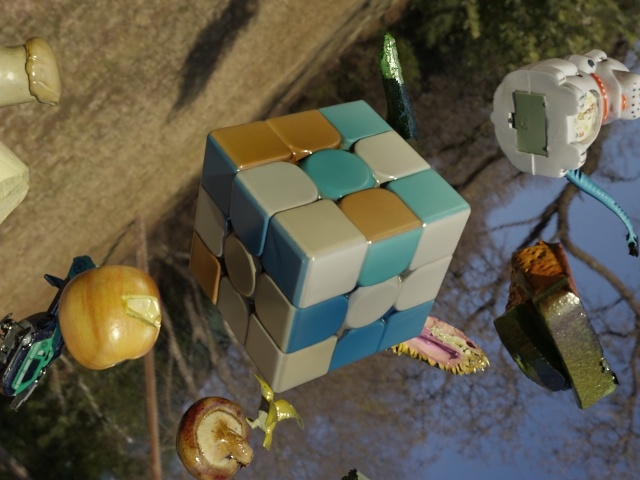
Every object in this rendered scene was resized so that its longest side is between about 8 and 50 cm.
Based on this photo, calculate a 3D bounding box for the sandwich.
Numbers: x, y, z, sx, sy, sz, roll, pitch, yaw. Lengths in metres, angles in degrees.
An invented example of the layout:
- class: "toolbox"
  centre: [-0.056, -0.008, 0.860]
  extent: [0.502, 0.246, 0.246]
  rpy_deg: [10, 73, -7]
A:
- class: "sandwich"
  centre: [0.381, 0.124, 1.490]
  extent: [0.162, 0.250, 0.301]
  rpy_deg: [-22, -145, 12]

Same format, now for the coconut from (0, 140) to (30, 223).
- class: "coconut"
  centre: [-0.692, -0.123, 1.593]
  extent: [0.239, 0.244, 0.239]
  rpy_deg: [-48, -177, 4]

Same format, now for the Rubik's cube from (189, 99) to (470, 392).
- class: "Rubik's cube"
  centre: [0.000, 0.000, 1.534]
  extent: [0.346, 0.344, 0.347]
  rpy_deg: [-17, 140, -29]

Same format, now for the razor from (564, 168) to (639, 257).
- class: "razor"
  centre: [0.528, -0.080, 1.630]
  extent: [0.042, 0.253, 0.082]
  rpy_deg: [-42, -174, 32]

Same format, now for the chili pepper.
- class: "chili pepper"
  centre: [0.155, -0.317, 1.774]
  extent: [0.059, 0.227, 0.088]
  rpy_deg: [-20, -160, -30]

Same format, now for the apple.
- class: "apple"
  centre: [-0.369, 0.137, 1.512]
  extent: [0.199, 0.199, 0.199]
  rpy_deg: [-41, -170, 9]

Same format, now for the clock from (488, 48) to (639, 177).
- class: "clock"
  centre: [0.426, -0.230, 1.415]
  extent: [0.253, 0.189, 0.189]
  rpy_deg: [-27, 180, -31]

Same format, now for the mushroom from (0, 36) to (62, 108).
- class: "mushroom"
  centre: [-0.662, -0.286, 1.493]
  extent: [0.407, 0.138, 0.154]
  rpy_deg: [-6, -138, -11]

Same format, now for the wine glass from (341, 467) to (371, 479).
- class: "wine glass"
  centre: [0.108, 0.397, 1.113]
  extent: [0.103, 0.222, 0.103]
  rpy_deg: [-53, 180, 0]

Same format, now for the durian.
- class: "durian"
  centre: [0.241, 0.235, 2.029]
  extent: [0.112, 0.341, 0.191]
  rpy_deg: [-68, 161, 2]

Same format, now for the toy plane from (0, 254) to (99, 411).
- class: "toy plane"
  centre: [-0.604, 0.198, 1.857]
  extent: [0.106, 0.155, 0.382]
  rpy_deg: [23, -96, 34]

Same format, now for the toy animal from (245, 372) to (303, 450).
- class: "toy animal"
  centre: [-0.129, 0.376, 1.889]
  extent: [0.095, 0.155, 0.219]
  rpy_deg: [-41, 166, 4]

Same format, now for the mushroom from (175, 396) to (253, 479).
- class: "mushroom"
  centre: [-0.155, 0.287, 1.247]
  extent: [0.087, 0.127, 0.127]
  rpy_deg: [-26, -162, 39]
